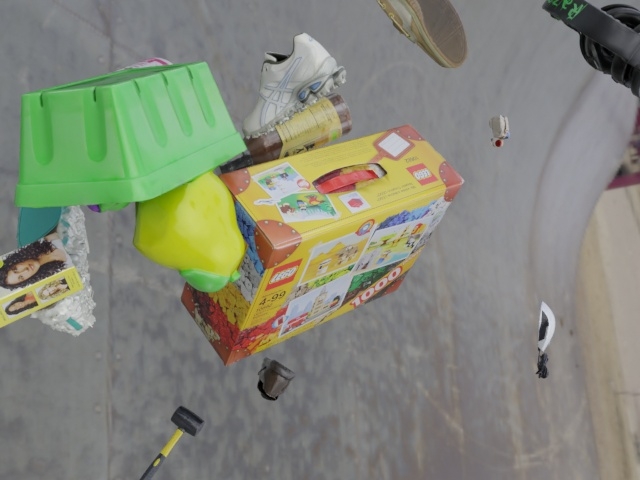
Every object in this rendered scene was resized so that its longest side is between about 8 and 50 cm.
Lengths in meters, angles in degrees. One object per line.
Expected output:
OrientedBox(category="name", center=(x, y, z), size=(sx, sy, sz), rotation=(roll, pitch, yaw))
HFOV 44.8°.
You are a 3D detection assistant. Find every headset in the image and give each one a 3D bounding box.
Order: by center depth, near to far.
OrientedBox(category="headset", center=(0.564, -0.327, 1.437), size=(0.394, 0.185, 0.243), rotation=(21, 24, -22))

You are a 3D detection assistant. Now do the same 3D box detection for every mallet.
OrientedBox(category="mallet", center=(-0.286, 0.405, 1.471), size=(0.039, 0.062, 0.190), rotation=(110, 6, -56))

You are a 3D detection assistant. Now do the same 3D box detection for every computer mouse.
OrientedBox(category="computer mouse", center=(0.584, 0.253, 2.013), size=(0.106, 0.042, 0.193), rotation=(-32, 123, -67))

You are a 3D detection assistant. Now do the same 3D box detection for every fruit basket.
OrientedBox(category="fruit basket", center=(-0.274, -0.090, 1.269), size=(0.392, 0.282, 0.392), rotation=(-1, 90, -69))

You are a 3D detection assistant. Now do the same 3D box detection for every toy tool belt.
OrientedBox(category="toy tool belt", center=(0.472, -0.283, 2.022), size=(0.051, 0.052, 0.083), rotation=(-1, 85, -47))

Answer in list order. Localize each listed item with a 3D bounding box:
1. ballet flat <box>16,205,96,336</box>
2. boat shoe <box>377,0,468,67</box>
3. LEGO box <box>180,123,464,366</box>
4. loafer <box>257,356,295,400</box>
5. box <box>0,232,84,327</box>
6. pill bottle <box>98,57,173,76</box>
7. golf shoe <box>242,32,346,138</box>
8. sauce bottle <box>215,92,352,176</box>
OrientedBox(category="ballet flat", center=(-0.512, 0.035, 1.526), size=(0.147, 0.147, 0.409), rotation=(54, 8, -43))
OrientedBox(category="boat shoe", center=(0.090, -0.220, 0.743), size=(0.050, 0.045, 0.135), rotation=(-47, 109, -24))
OrientedBox(category="LEGO box", center=(0.000, 0.000, 1.597), size=(0.500, 0.372, 0.193), rotation=(-20, 59, -37))
OrientedBox(category="loafer", center=(-0.109, 0.305, 1.690), size=(0.078, 0.080, 0.220), rotation=(-56, 177, -13))
OrientedBox(category="box", center=(-0.473, 0.077, 1.129), size=(0.087, 0.232, 0.058), rotation=(47, -25, 35))
OrientedBox(category="pill bottle", center=(-0.409, -0.261, 1.578), size=(0.283, 0.160, 0.160), rotation=(-39, 115, -48))
OrientedBox(category="golf shoe", center=(-0.048, -0.192, 0.963), size=(0.086, 0.176, 0.069), rotation=(54, 42, -8))
OrientedBox(category="sauce bottle", center=(-0.094, -0.241, 1.847), size=(0.111, 0.344, 0.111), rotation=(59, -14, 25))
